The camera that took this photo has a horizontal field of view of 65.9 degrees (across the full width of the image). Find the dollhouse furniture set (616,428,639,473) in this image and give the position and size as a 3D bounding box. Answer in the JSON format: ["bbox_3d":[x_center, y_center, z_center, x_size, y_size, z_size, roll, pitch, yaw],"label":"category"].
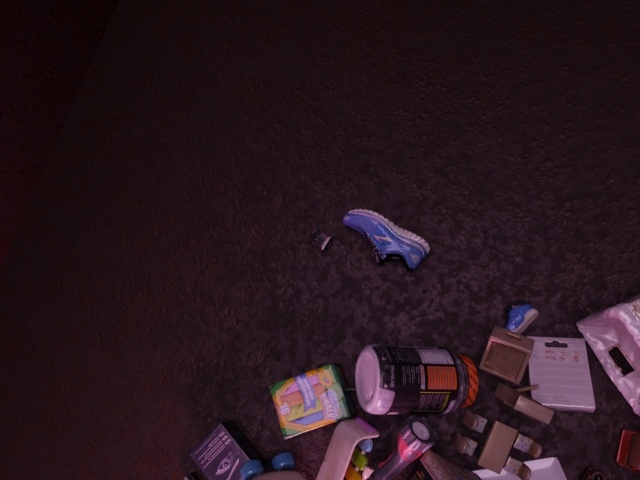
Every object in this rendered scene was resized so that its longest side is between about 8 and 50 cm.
[{"bbox_3d":[0.905,0.725,1.355,0.152,0.201,0.374,17,78,16],"label":"dollhouse furniture set"}]

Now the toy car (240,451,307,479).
[{"bbox_3d":[-0.157,0.837,1.548,0.210,0.237,0.219,0,39,-30],"label":"toy car"}]

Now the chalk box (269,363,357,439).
[{"bbox_3d":[0.009,0.513,1.624,0.289,0.180,0.179,-21,71,4],"label":"chalk box"}]

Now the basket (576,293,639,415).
[{"bbox_3d":[0.976,0.298,1.396,0.267,0.331,0.328,-28,71,1],"label":"basket"}]

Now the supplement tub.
[{"bbox_3d":[0.294,0.428,1.519,0.338,0.207,0.207,7,74,-16],"label":"supplement tub"}]

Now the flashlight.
[{"bbox_3d":[0.232,0.653,1.505,0.103,0.103,0.304,50,129,27],"label":"flashlight"}]

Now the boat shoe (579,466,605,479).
[{"bbox_3d":[0.774,0.766,1.441,0.073,0.073,0.206,19,80,16],"label":"boat shoe"}]

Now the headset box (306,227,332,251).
[{"bbox_3d":[0.000,0.000,1.849,0.083,0.032,0.062,30,82,20],"label":"headset box"}]

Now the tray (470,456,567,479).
[{"bbox_3d":[0.598,0.743,1.479,0.271,0.030,0.145,-14,31,8],"label":"tray"}]

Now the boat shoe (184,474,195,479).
[{"bbox_3d":[-0.375,0.879,1.668,0.233,0.084,0.079,36,46,26],"label":"boat shoe"}]

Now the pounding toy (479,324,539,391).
[{"bbox_3d":[0.606,0.401,1.567,0.181,0.094,0.206,20,116,22],"label":"pounding toy"}]

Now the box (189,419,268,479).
[{"bbox_3d":[-0.307,0.739,1.664,0.153,0.108,0.207,-44,71,-3],"label":"box"}]

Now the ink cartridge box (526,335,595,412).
[{"bbox_3d":[0.753,0.422,1.566,0.181,0.056,0.224,0,56,13],"label":"ink cartridge box"}]

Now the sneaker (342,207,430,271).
[{"bbox_3d":[0.213,0.000,1.752,0.330,0.130,0.147,29,80,18],"label":"sneaker"}]

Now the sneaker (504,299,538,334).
[{"bbox_3d":[0.633,0.262,1.626,0.152,0.058,0.084,-53,44,16],"label":"sneaker"}]

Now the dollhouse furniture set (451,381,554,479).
[{"bbox_3d":[0.545,0.561,1.435,0.212,0.161,0.242,25,86,-1],"label":"dollhouse furniture set"}]

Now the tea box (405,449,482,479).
[{"bbox_3d":[0.348,0.821,1.333,0.220,0.329,0.323,32,93,-16],"label":"tea box"}]

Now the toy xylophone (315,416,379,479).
[{"bbox_3d":[0.076,0.691,1.437,0.081,0.236,0.322,22,95,-25],"label":"toy xylophone"}]
